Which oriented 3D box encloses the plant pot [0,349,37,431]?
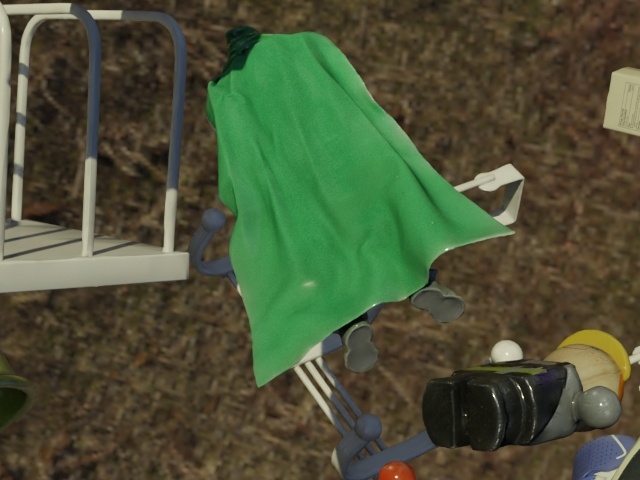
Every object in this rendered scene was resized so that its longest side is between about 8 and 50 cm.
[{"bbox_3d":[-0.440,0.080,1.265,0.276,0.276,0.253,-2,64,-58],"label":"plant pot"}]

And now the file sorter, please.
[{"bbox_3d":[-0.243,-0.065,0.829,0.278,0.193,0.173,-3,99,-46],"label":"file sorter"}]

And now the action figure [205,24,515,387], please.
[{"bbox_3d":[-0.005,-0.040,0.701,0.137,0.232,0.063,-28,140,3],"label":"action figure"}]

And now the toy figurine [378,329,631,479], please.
[{"bbox_3d":[0.120,0.174,0.717,0.148,0.213,0.209,-2,133,-46],"label":"toy figurine"}]

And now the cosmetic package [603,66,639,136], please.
[{"bbox_3d":[0.339,-0.128,1.321,0.041,0.115,0.060,-24,127,-52],"label":"cosmetic package"}]

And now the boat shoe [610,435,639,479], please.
[{"bbox_3d":[0.225,0.244,0.882,0.500,0.187,0.156,-44,-169,19],"label":"boat shoe"}]

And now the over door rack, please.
[{"bbox_3d":[0.096,0.033,1.016,0.324,0.239,0.108,-11,136,-32],"label":"over door rack"}]

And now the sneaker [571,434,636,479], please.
[{"bbox_3d":[0.260,0.309,1.366,0.127,0.182,0.315,-54,-163,38],"label":"sneaker"}]
